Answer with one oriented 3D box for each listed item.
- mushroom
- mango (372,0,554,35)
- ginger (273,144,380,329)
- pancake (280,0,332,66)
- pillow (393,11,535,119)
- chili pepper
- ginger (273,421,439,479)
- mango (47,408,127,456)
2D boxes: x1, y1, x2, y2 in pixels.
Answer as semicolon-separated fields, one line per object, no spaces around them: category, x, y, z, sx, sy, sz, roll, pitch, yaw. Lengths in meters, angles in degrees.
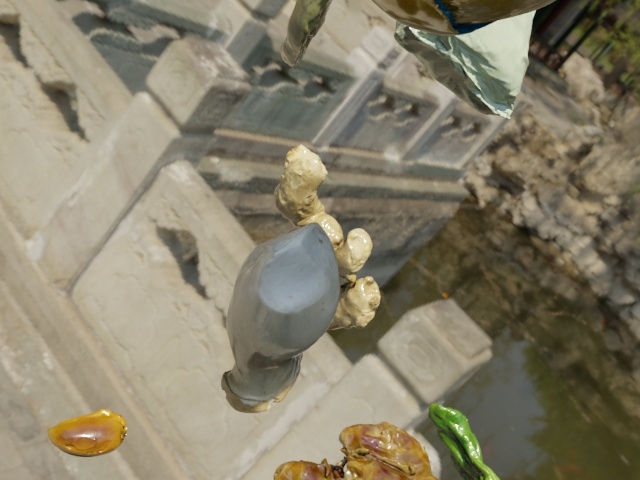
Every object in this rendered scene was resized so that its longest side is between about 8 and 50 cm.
mushroom;-0.038;0.070;0.682;0.088;0.212;0.097;9;42;-13
mango;0.078;-0.160;0.383;0.233;0.125;0.111;-33;109;-71
ginger;0.012;0.006;0.985;0.149;0.258;0.065;19;37;34
pancake;0.021;-0.365;1.040;0.049;0.294;0.294;30;23;-8
pillow;0.244;-0.373;1.272;0.310;0.138;0.283;27;66;-41
chili pepper;0.101;0.150;0.526;0.034;0.030;0.091;19;38;-51
ginger;0.060;0.449;1.238;0.274;0.357;0.152;64;-14;-3
mango;-0.385;0.324;1.304;0.127;0.063;0.077;-1;31;-26
